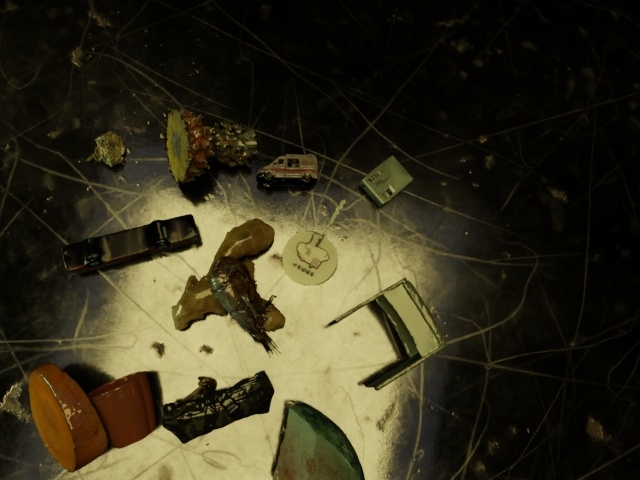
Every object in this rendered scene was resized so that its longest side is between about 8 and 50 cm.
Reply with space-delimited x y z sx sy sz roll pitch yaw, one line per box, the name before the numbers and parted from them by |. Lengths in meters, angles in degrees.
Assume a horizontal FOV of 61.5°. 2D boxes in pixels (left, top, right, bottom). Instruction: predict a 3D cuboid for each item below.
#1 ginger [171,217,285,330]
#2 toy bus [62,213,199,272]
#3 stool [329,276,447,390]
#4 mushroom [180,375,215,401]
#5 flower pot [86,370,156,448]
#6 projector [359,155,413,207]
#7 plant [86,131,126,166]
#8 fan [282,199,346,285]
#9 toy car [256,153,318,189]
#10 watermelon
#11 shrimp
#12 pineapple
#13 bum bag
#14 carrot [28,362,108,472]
ginger | -0.296 0.115 1.694 0.347 0.122 0.364 -4 88 -16
toy bus | -0.591 0.011 1.697 0.408 0.092 0.093 -15 77 -9
stool | 0.208 0.290 1.683 0.269 0.170 0.244 -29 82 -11
mushroom | -0.398 0.484 1.635 0.187 0.060 0.061 -39 42 -6
flower pot | -0.565 0.493 1.556 0.190 0.190 0.173 -22 90 -10
projector | 0.226 -0.201 1.849 0.147 0.061 0.115 -39 83 -13
plant | -0.709 -0.294 1.774 0.121 0.105 0.117 -17 38 21
fan | 0.000 0.000 1.805 0.190 0.009 0.329 28 79 2
toy car | -0.111 -0.235 1.806 0.209 0.089 0.108 0 77 -8
watermelon | -0.022 0.659 1.564 0.258 0.228 0.387 -32 92 -3
shrimp | -0.209 0.198 1.595 0.116 0.145 0.343 -25 100 25
pineapple | -0.343 -0.308 1.758 0.271 0.262 0.263 -7 77 -31
bum bag | -0.297 0.502 1.603 0.340 0.095 0.144 -15 106 -18
carrot | -0.719 0.486 1.502 0.100 0.258 0.307 -28 80 -49
